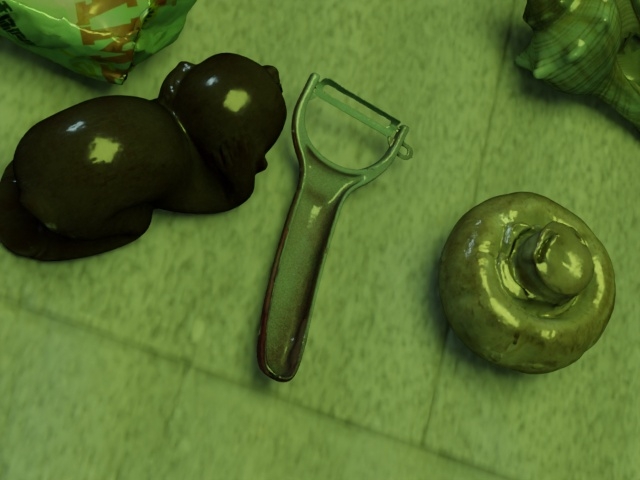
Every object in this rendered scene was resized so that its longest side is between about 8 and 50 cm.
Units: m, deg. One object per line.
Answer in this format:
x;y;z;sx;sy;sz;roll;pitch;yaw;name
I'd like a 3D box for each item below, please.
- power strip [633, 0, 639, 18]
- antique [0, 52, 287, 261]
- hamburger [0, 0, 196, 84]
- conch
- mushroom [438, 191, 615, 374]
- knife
0.307;-0.317;1.473;0.078;0.052;0.272;-28;84;-28;power strip
-0.135;-0.077;1.149;0.257;0.143;0.121;-20;80;-30;antique
-0.200;-0.256;1.191;0.214;0.125;0.235;19;70;-23;hamburger
0.255;-0.200;1.388;0.234;0.114;0.137;32;68;-51;conch
0.185;0.038;1.258;0.166;0.127;0.166;4;76;-17;mushroom
-0.001;0.001;1.230;0.123;0.053;0.278;26;65;-19;knife
